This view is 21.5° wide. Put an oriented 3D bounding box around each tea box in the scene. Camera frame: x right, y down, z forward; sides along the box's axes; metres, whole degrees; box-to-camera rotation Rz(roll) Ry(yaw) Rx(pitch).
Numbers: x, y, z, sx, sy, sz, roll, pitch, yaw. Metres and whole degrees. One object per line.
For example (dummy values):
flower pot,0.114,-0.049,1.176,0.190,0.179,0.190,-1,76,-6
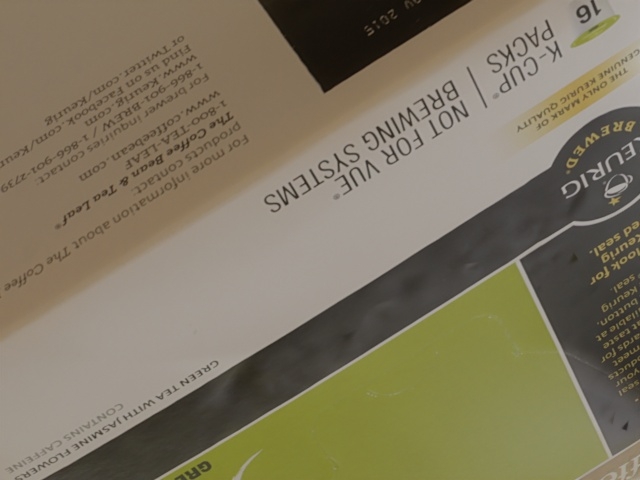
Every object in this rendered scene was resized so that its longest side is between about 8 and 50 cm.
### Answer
tea box,0.000,0.000,0.768,0.220,0.329,0.323,58,-1,44
